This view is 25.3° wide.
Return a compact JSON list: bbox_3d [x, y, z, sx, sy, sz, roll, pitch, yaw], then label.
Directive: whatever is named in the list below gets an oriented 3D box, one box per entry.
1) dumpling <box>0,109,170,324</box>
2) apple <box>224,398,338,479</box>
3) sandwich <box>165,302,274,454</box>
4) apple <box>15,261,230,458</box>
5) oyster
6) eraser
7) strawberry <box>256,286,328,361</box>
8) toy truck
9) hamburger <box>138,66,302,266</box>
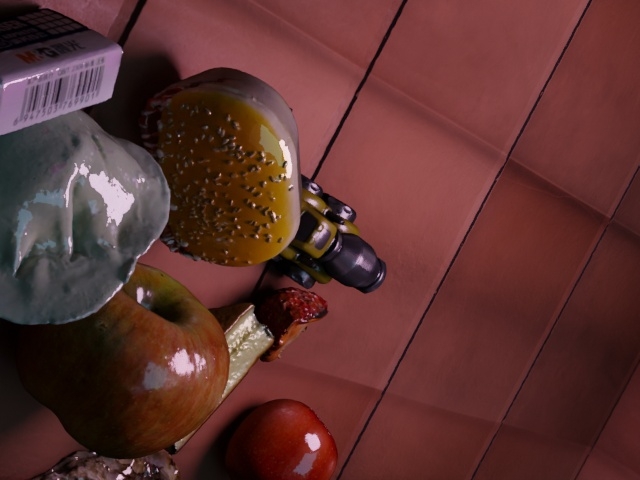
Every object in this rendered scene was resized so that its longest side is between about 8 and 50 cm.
[{"bbox_3d":[-0.352,-0.041,1.754,0.320,0.212,0.270,-36,103,-9],"label":"dumpling"},{"bbox_3d":[-0.065,0.358,2.380,0.168,0.181,0.181,-40,140,-24],"label":"apple"},{"bbox_3d":[-0.192,0.190,2.157,0.235,0.128,0.122,-45,138,-20],"label":"sandwich"},{"bbox_3d":[-0.275,0.168,1.922,0.309,0.277,0.250,25,111,-39],"label":"apple"},{"bbox_3d":[-0.363,0.428,2.139,0.396,0.111,0.204,0,117,-54],"label":"oyster"},{"bbox_3d":[-0.365,-0.187,1.629,0.287,0.130,0.086,-31,142,-56],"label":"eraser"},{"bbox_3d":[-0.059,0.126,2.269,0.140,0.085,0.192,-42,172,25],"label":"strawberry"},{"bbox_3d":[0.000,0.000,2.214,0.147,0.165,0.224,-56,144,-3],"label":"toy truck"},{"bbox_3d":[-0.133,-0.092,1.950,0.151,0.227,0.295,-54,148,-49],"label":"hamburger"}]
